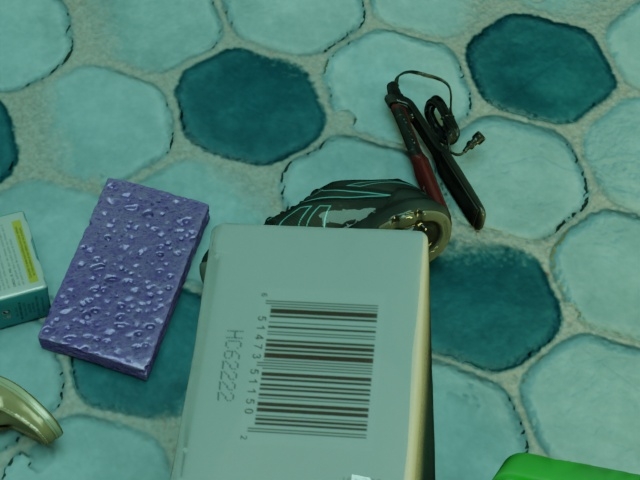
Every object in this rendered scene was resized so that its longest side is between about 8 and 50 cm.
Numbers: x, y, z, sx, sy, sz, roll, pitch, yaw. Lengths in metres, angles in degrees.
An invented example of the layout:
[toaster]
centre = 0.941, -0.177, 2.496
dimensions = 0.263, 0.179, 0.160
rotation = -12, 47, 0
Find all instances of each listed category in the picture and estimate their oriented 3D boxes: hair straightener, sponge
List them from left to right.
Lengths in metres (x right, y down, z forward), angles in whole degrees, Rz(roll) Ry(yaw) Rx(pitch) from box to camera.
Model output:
[sponge]
centre = -0.201, 0.036, 1.470
dimensions = 0.117, 0.031, 0.210
rotation = 15, 58, 5
[hair straightener]
centre = 0.137, -0.106, 1.587
dimensions = 0.089, 0.047, 0.230
rotation = -14, 55, -13

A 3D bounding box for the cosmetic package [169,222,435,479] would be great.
[cosmetic package]
centre = 0.006, 0.203, 1.122
dimensions = 0.161, 0.453, 0.230
rotation = 2, 56, 7

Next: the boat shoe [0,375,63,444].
[boat shoe]
centre = -0.327, 0.160, 1.367
dimensions = 0.170, 0.063, 0.059
rotation = 26, 61, 22

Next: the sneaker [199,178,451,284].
[sneaker]
centre = 0.000, 0.000, 1.489
dimensions = 0.267, 0.101, 0.106
rotation = -12, 37, -11

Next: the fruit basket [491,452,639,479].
[fruit basket]
centre = 0.248, 0.350, 1.135
dimensions = 0.283, 0.392, 0.392
rotation = 5, 48, 42

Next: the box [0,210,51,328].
[box]
centre = -0.403, 0.054, 1.424
dimensions = 0.244, 0.060, 0.100
rotation = -15, 60, -14
